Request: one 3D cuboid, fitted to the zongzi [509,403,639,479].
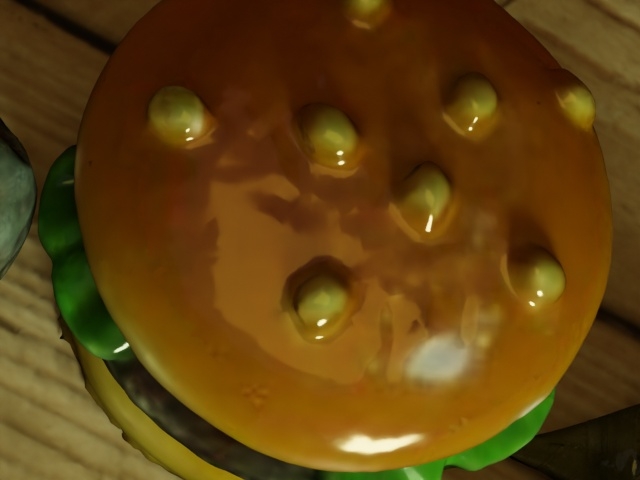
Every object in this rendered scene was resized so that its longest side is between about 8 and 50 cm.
[{"bbox_3d":[0.252,0.147,1.157,0.176,0.078,0.160,23,46,18],"label":"zongzi"}]

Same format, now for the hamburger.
[{"bbox_3d":[0.000,0.000,1.019,0.395,0.277,0.396,5,69,-13],"label":"hamburger"}]

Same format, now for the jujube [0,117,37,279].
[{"bbox_3d":[-0.340,-0.016,0.960,0.307,0.215,0.246,-15,43,-6],"label":"jujube"}]
